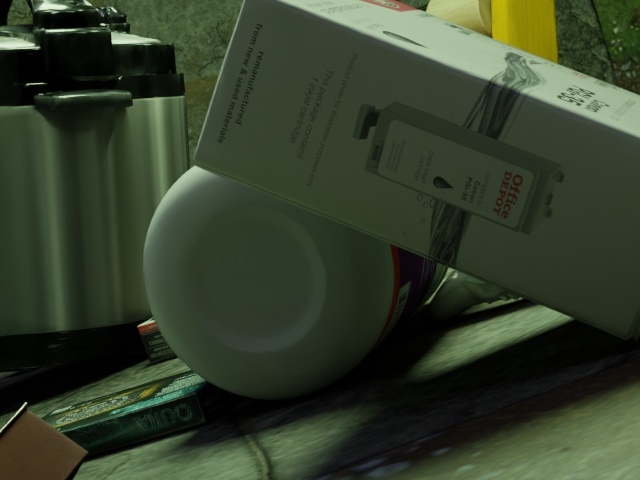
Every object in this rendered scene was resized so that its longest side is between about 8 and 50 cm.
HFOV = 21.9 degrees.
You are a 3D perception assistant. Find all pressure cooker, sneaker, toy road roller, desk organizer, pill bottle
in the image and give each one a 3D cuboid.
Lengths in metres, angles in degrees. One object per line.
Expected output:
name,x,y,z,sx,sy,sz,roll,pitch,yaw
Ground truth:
pressure cooker,-0.325,-0.086,1.831,0.370,0.420,0.375,0,7,18
sneaker,0.144,0.024,1.235,0.152,0.061,0.054,-38,3,27
toy road roller,0.165,-0.195,2.148,0.241,0.329,0.202,4,-7,-29
desk organizer,-0.193,0.158,0.969,0.047,0.050,0.130,-57,-3,36
pill bottle,0.000,0.000,1.271,0.181,0.181,0.323,-18,4,18

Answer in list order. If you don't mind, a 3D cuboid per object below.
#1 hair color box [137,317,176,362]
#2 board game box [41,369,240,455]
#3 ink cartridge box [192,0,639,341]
hair color box,-0.126,0.083,1.717,0.072,0.043,0.141,-17,5,20
board game box,-0.150,0.135,1.263,0.186,0.026,0.126,-17,5,20
ink cartridge box,0.094,-0.061,1.030,0.283,0.117,0.207,22,15,11
